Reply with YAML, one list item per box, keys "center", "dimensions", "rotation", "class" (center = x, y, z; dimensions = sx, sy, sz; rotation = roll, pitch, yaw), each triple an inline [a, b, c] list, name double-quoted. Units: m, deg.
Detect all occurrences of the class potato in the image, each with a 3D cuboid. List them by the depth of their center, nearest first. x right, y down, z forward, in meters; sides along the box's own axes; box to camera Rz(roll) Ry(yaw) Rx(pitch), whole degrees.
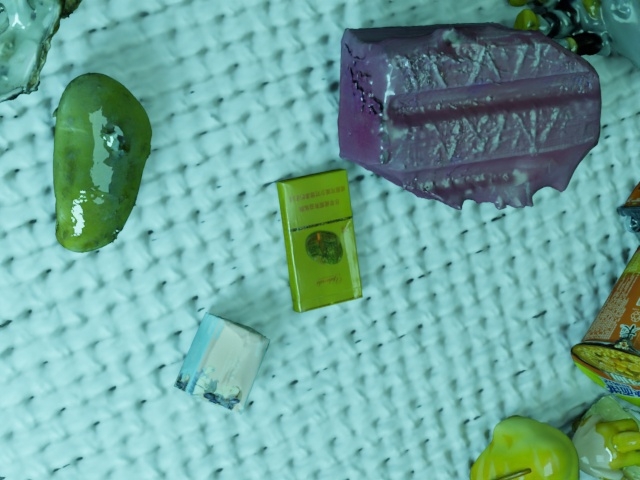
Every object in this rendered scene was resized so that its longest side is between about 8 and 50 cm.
- center: [-0.231, -0.078, 1.388]
  dimensions: [0.105, 0.085, 0.188]
  rotation: [9, 97, -26]
  class: "potato"

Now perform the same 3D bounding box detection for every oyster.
- center: [-0.358, -0.232, 1.304]
  dimensions: [0.223, 0.083, 0.214]
  rotation: [35, 77, -21]
  class: "oyster"

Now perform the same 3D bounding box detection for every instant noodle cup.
- center: [0.448, 0.111, 1.704]
  dimensions: [0.213, 0.213, 0.174]
  rotation: [36, 72, -26]
  class: "instant noodle cup"

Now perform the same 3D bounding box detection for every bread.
- center: [0.397, 0.260, 1.755]
  dimensions: [0.084, 0.080, 0.109]
  rotation: [-44, 116, -18]
  class: "bread"

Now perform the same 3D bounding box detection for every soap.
- center: [0.180, -0.149, 1.551]
  dimensions: [0.324, 0.127, 0.220]
  rotation: [-7, 111, -25]
  class: "soap"

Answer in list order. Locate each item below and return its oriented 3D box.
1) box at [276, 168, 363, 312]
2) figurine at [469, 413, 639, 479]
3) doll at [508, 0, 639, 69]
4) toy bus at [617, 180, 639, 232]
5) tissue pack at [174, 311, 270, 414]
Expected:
- center: [0.000, 0.000, 1.551]
  dimensions: [0.086, 0.023, 0.155]
  rotation: [-13, 102, -28]
  class: "box"
- center: [0.299, 0.281, 1.677]
  dimensions: [0.246, 0.131, 0.156]
  rotation: [-15, 74, -21]
  class: "figurine"
- center: [0.380, -0.286, 1.671]
  dimensions: [0.316, 0.146, 0.103]
  rotation: [0, 140, -20]
  class: "doll"
- center: [0.478, -0.013, 1.768]
  dimensions: [0.174, 0.079, 0.077]
  rotation: [41, 68, -25]
  class: "toy bus"
- center: [-0.109, 0.135, 1.490]
  dimensions: [0.074, 0.058, 0.094]
  rotation: [24, 84, -26]
  class: "tissue pack"
